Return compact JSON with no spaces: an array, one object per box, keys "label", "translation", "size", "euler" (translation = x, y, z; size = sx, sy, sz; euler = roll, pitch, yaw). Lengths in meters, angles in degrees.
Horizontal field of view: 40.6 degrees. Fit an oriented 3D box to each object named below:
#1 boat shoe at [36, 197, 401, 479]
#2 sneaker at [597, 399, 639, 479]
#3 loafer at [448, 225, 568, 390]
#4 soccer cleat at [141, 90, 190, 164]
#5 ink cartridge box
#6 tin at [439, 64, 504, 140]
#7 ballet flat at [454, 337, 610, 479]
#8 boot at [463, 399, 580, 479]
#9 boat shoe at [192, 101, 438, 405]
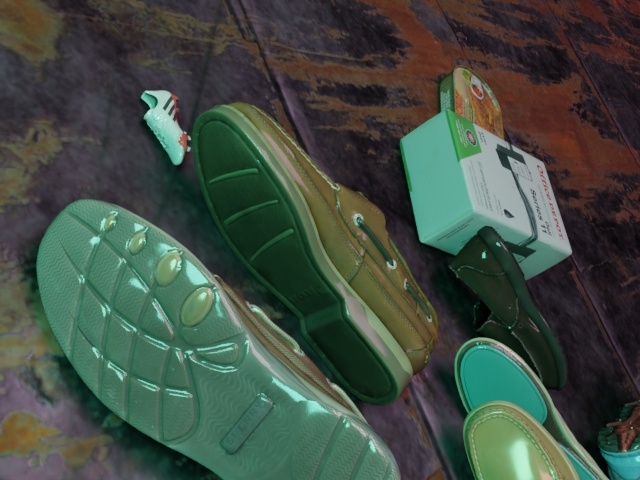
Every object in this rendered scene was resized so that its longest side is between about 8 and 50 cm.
[{"label":"boat shoe","translation":[-0.077,0.099,0.646],"size":[0.324,0.123,0.116],"euler":[46,3,2]},{"label":"sneaker","translation":[0.430,0.273,1.096],"size":[0.261,0.104,0.125],"euler":[-11,89,-47]},{"label":"loafer","translation":[0.215,0.088,1.006],"size":[0.220,0.078,0.080],"euler":[60,6,-13]},{"label":"soccer cleat","translation":[-0.142,-0.103,0.785],"size":[0.035,0.029,0.083],"euler":[6,54,-35]},{"label":"ink cartridge box","translation":[0.209,-0.052,1.084],"size":[0.208,0.087,0.153],"euler":[19,50,-40]},{"label":"tin","translation":[0.214,-0.171,1.227],"size":[0.106,0.040,0.190],"euler":[37,40,-29]},{"label":"ballet flat","translation":[0.226,0.203,0.927],"size":[0.248,0.086,0.086],"euler":[55,36,-2]},{"label":"boot","translation":[0.190,0.277,0.760],"size":[0.262,0.095,0.203],"euler":[68,18,8]},{"label":"boat shoe","translation":[0.000,0.000,0.784],"size":[0.104,0.110,0.307],"euler":[-43,109,-37]}]
